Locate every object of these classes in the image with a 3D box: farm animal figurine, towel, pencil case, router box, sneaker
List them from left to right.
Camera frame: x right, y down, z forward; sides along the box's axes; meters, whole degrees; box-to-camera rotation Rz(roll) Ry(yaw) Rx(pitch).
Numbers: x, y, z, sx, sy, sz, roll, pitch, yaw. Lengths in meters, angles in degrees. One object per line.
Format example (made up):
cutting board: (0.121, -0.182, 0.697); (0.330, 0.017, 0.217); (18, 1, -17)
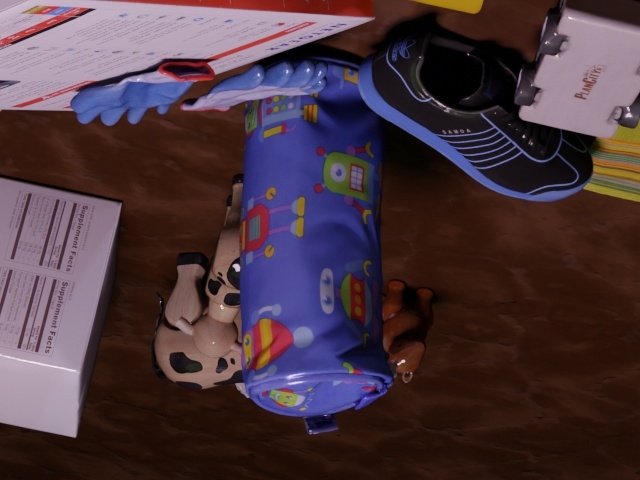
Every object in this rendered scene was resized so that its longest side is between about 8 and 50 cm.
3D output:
router box: (-0.184, -0.167, 1.302); (0.301, 0.082, 0.335); (-3, 173, -45)
farm animal figurine: (-0.055, 0.091, 1.839); (0.326, 0.172, 0.330); (-14, 145, 40)
pencil case: (0.000, 0.000, 1.492); (0.133, 0.306, 0.119); (9, 157, -24)
sneaker: (0.145, -0.102, 1.478); (0.232, 0.081, 0.090); (24, 158, -23)
towel: (0.291, -0.093, 1.511); (0.102, 0.021, 0.237); (11, 154, -3)

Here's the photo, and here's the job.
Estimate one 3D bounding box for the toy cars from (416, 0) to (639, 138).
toy cars: (0.152, -0.194, 1.293); (0.176, 0.087, 0.393); (-4, 155, 37)

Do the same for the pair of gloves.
pair of gloves: (-0.092, -0.117, 1.412); (0.198, 0.023, 0.159); (-4, 175, -35)

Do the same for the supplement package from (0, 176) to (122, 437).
supplement package: (-0.358, 0.059, 1.857); (0.262, 0.198, 0.199); (12, 153, -3)
